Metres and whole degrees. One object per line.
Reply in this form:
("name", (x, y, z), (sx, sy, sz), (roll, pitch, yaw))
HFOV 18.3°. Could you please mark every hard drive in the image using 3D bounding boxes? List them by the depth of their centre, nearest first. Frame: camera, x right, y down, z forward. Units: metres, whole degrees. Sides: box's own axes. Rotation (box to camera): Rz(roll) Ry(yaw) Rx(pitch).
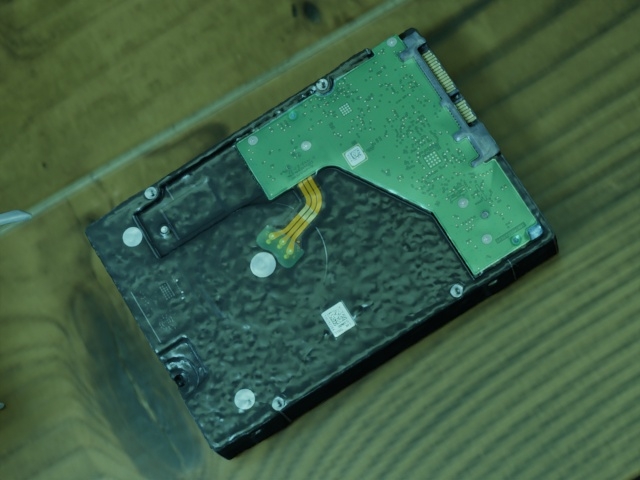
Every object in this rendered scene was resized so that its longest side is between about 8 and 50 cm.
("hard drive", (0.000, 0.000, 1.694), (0.339, 0.064, 0.237), (-33, 73, 1))

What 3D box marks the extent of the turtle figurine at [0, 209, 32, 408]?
("turtle figurine", (-0.406, 0.093, 1.649), (0.266, 0.197, 0.274), (19, 56, 10))
